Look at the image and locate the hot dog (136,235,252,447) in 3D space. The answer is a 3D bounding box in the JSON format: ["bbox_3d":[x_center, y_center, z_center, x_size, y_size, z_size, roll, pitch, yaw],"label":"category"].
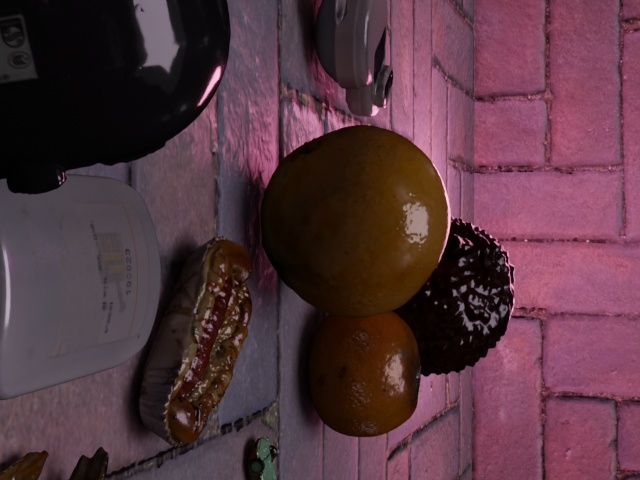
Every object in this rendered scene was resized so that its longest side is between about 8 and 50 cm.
[{"bbox_3d":[-0.132,0.109,1.094,0.131,0.069,0.253,74,25,-44],"label":"hot dog"}]

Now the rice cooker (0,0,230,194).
[{"bbox_3d":[-0.184,-0.161,0.635,0.267,0.267,0.225,-52,138,-62],"label":"rice cooker"}]

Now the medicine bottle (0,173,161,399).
[{"bbox_3d":[-0.226,0.030,0.733,0.296,0.111,0.161,-10,98,-74],"label":"medicine bottle"}]

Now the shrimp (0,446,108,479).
[{"bbox_3d":[-0.229,0.237,0.814,0.187,0.051,0.133,-64,149,-49],"label":"shrimp"}]

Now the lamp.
[{"bbox_3d":[0.051,-0.311,1.602,0.179,0.107,0.246,-64,152,-45],"label":"lamp"}]

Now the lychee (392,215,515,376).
[{"bbox_3d":[0.201,0.098,1.809,0.330,0.306,0.306,112,-4,-47],"label":"lychee"}]

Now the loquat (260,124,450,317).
[{"bbox_3d":[0.050,-0.029,1.360,0.263,0.263,0.263,0,90,-72],"label":"loquat"}]

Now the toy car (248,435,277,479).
[{"bbox_3d":[-0.076,0.320,1.334,0.059,0.035,0.122,-30,110,-70],"label":"toy car"}]

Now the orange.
[{"bbox_3d":[0.075,0.201,1.585,0.224,0.170,0.224,2,90,-73],"label":"orange"}]
